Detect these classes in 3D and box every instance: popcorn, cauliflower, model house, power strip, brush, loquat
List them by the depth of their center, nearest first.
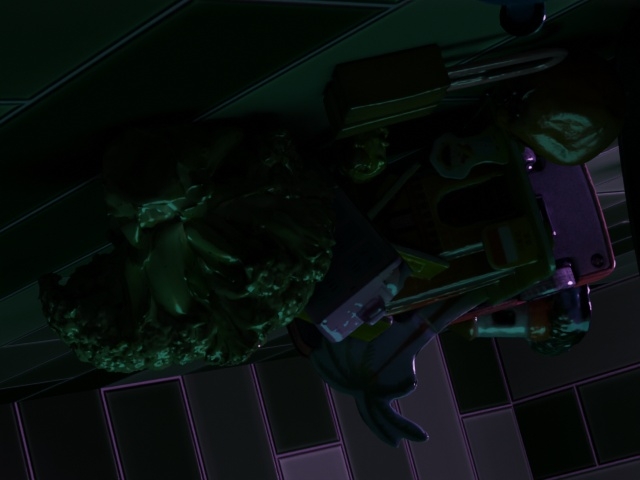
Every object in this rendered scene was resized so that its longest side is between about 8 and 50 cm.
[{"bbox_3d":[0.124,-0.156,1.537,0.233,0.047,0.103,-15,171,-9],"label":"brush"},{"bbox_3d":[-0.127,-0.010,1.557,0.272,0.275,0.250,0,141,15],"label":"cauliflower"},{"bbox_3d":[0.241,-0.136,1.644,0.137,0.113,0.137,7,167,2],"label":"loquat"},{"bbox_3d":[0.000,0.000,1.677,0.109,0.279,0.037,-40,126,2],"label":"power strip"},{"bbox_3d":[0.042,-0.096,1.723,0.060,0.068,0.083,8,-152,-2],"label":"popcorn"},{"bbox_3d":[0.079,0.060,1.812,0.324,0.340,0.300,-15,173,-9],"label":"model house"},{"bbox_3d":[0.227,0.041,2.325,0.291,0.253,0.184,-4,165,2],"label":"model house"}]

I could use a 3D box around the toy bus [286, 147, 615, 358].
[{"bbox_3d":[0.142,0.017,2.098,0.427,0.203,0.233,-15,172,-11],"label":"toy bus"}]

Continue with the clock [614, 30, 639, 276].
[{"bbox_3d":[0.367,-0.032,1.634,0.076,0.386,0.386,-9,171,5],"label":"clock"}]

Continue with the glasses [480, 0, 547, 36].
[{"bbox_3d":[0.210,-0.245,1.121,0.239,0.102,0.207,-22,-164,30],"label":"glasses"}]
